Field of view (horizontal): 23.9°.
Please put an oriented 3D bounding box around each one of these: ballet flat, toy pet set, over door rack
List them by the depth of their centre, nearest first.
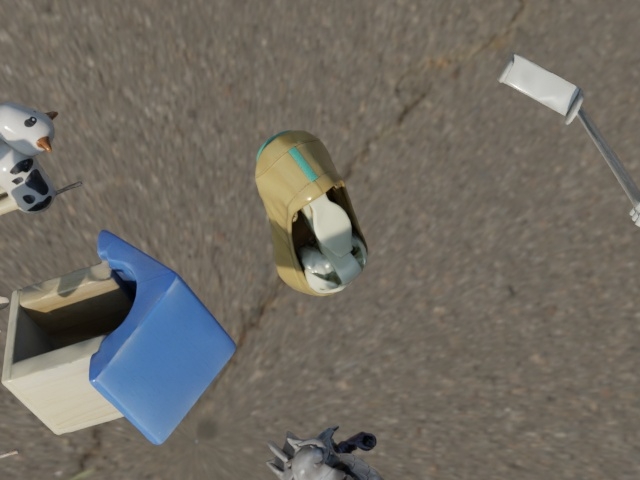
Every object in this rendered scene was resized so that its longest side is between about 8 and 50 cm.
[{"bbox_3d":[-0.079,0.019,0.462,0.065,0.114,0.122,-18,47,17],"label":"toy pet set"},{"bbox_3d":[0.230,-0.131,0.822,0.108,0.324,0.239,26,105,-16],"label":"over door rack"},{"bbox_3d":[0.000,0.000,1.223,0.080,0.232,0.073,-38,59,-7],"label":"ballet flat"}]

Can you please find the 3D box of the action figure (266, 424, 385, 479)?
[{"bbox_3d":[0.062,0.240,1.334,0.099,0.185,0.285,-45,128,3],"label":"action figure"}]
